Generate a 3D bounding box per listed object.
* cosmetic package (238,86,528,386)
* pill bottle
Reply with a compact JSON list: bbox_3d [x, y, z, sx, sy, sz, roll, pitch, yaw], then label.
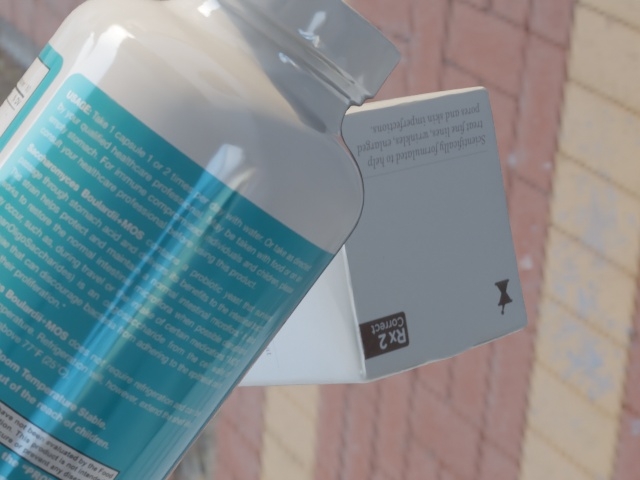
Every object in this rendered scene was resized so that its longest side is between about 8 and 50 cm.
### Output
[{"bbox_3d":[0.000,0.000,1.108,0.184,0.151,0.151,-7,96,44],"label":"cosmetic package"},{"bbox_3d":[-0.081,0.003,0.750,0.264,0.146,0.146,-53,41,3],"label":"pill bottle"}]
